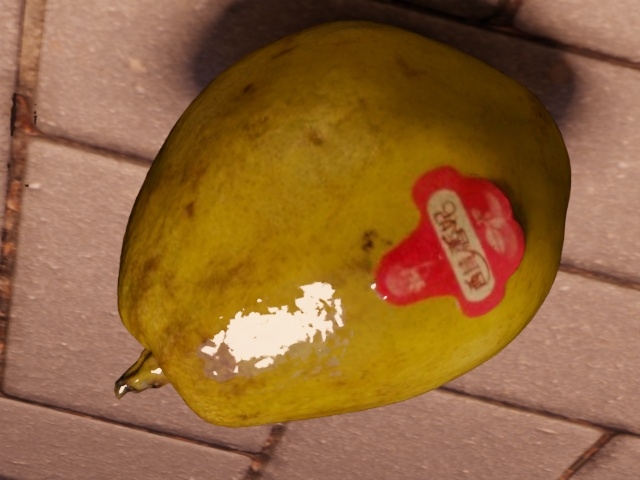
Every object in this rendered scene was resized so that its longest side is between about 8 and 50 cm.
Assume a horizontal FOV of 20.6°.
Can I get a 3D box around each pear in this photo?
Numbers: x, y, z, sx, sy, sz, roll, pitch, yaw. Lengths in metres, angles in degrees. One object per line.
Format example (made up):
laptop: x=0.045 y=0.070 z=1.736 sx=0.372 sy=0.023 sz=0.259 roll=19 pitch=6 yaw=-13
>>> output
pear: x=0.000 y=0.000 z=1.288 sx=0.375 sy=0.287 sz=0.287 roll=-37 pitch=146 yaw=-5
